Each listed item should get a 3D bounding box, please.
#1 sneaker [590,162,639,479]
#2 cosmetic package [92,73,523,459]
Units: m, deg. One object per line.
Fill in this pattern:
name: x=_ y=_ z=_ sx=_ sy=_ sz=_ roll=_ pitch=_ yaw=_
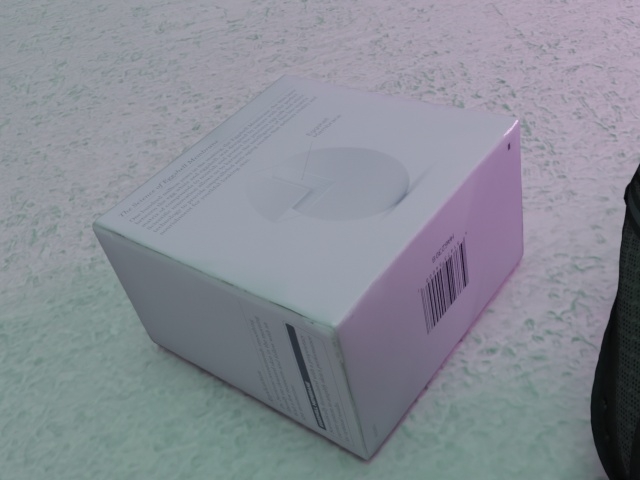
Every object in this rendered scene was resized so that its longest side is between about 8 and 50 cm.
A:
sneaker: x=0.239 y=0.115 z=0.333 sx=0.185 sy=0.202 sz=0.483 roll=12 pitch=58 yaw=-4
cosmetic package: x=0.000 y=0.000 z=0.557 sx=0.224 sy=0.138 sz=0.224 roll=21 pitch=51 yaw=35
